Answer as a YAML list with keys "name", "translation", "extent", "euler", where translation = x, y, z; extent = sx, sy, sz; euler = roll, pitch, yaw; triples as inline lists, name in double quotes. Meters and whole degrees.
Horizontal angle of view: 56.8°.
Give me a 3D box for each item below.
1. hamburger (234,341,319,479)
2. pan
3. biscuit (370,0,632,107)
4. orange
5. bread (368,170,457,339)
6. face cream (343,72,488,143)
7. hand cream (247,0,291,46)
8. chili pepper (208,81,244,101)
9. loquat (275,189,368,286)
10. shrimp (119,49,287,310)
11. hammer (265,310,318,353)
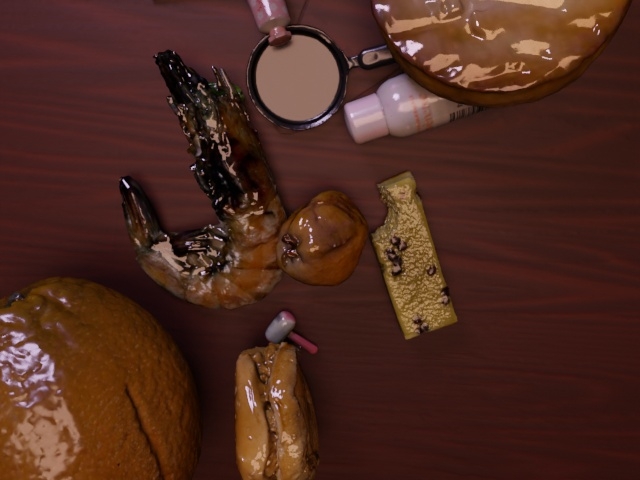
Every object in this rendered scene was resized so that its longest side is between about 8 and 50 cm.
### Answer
- name: "hamburger"
  translation: [-0.058, 0.246, 0.811]
  extent: [0.108, 0.214, 0.214]
  euler: [-5, 103, -2]
- name: "pan"
  translation: [0.018, -0.227, 0.786]
  extent: [0.235, 0.028, 0.136]
  euler: [-12, 104, 6]
- name: "biscuit"
  translation: [0.203, -0.298, 0.685]
  extent: [0.296, 0.102, 0.296]
  euler: [-1, 84, 8]
- name: "orange"
  translation: [-0.319, 0.225, 0.745]
  extent: [0.322, 0.322, 0.357]
  euler: [-12, 112, 3]
- name: "bread"
  translation: [0.123, 0.023, 0.835]
  extent: [0.088, 0.049, 0.226]
  euler: [-19, 102, 5]
- name: "face cream"
  translation: [0.162, -0.192, 0.768]
  extent: [0.269, 0.082, 0.082]
  euler: [-19, 103, 5]
- name: "hand cream"
  translation: [-0.083, -0.350, 0.746]
  extent: [0.067, 0.043, 0.210]
  euler: [-20, 89, 6]
- name: "chili pepper"
  translation: [-0.147, -0.196, 0.798]
  extent: [0.091, 0.034, 0.030]
  euler: [-5, 136, 1]
- name: "loquat"
  translation: [0.000, 0.000, 0.788]
  extent: [0.113, 0.137, 0.137]
  euler: [38, 102, 21]
- name: "shrimp"
  translation: [-0.176, -0.062, 0.803]
  extent: [0.233, 0.071, 0.365]
  euler: [-18, 111, 8]
- name: "hammer"
  translation: [-0.038, 0.143, 0.876]
  extent: [0.083, 0.031, 0.052]
  euler: [35, 105, -14]
